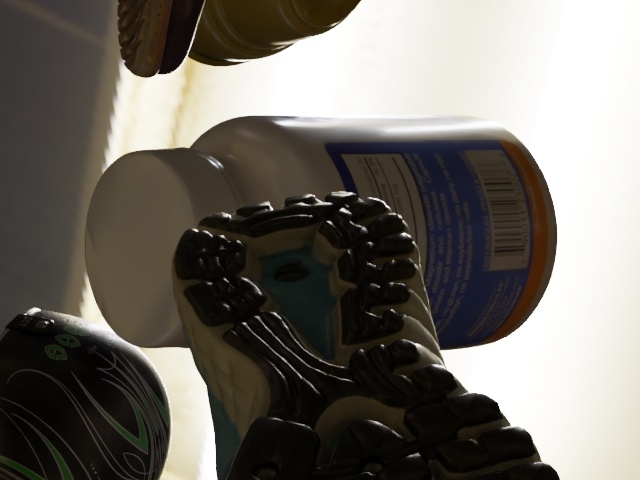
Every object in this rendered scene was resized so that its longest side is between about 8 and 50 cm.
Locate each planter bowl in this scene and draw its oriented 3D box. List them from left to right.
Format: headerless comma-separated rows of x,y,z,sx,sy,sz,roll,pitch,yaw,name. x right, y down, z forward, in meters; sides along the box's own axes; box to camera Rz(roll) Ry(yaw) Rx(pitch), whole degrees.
-0.019,-0.219,1.441,0.090,0.217,0.217,27,-62,36,planter bowl

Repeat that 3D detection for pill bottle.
0.000,0.000,1.160,0.152,0.272,0.152,5,-84,49,pill bottle

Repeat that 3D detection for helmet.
-0.197,0.148,1.538,0.161,0.169,0.169,33,-55,6,helmet

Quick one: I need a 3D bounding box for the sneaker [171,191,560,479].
0.011,0.059,0.373,0.162,0.063,0.073,-103,-176,-54,sneaker

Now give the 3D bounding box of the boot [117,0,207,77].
-0.009,-0.198,1.226,0.090,0.207,0.248,-8,-114,67,boot
